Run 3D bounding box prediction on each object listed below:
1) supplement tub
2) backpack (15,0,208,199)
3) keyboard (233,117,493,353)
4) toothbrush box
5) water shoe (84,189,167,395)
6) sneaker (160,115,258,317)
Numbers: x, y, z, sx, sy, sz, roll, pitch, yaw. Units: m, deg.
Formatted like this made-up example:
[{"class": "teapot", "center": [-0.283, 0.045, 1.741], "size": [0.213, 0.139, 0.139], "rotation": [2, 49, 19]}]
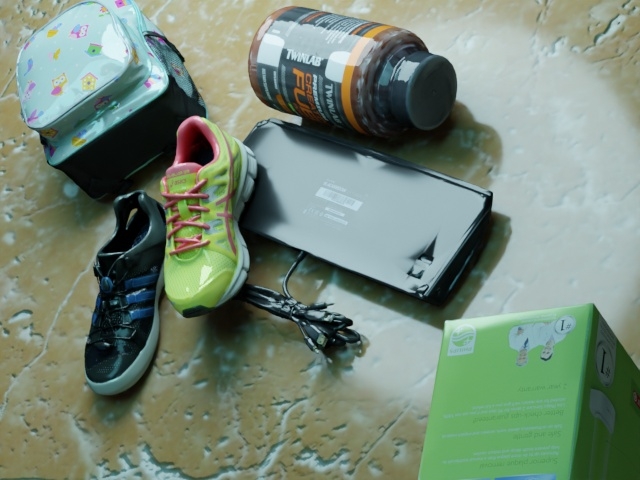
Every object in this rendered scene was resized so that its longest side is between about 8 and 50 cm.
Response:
[{"class": "supplement tub", "center": [0.032, -0.155, 1.811], "size": [0.198, 0.106, 0.106], "rotation": [17, 67, 42]}, {"class": "backpack", "center": [-0.223, -0.160, 1.965], "size": [0.166, 0.144, 0.188], "rotation": [-36, 40, 12]}, {"class": "keyboard", "center": [0.000, 0.000, 1.763], "size": [0.317, 0.033, 0.201], "rotation": [22, 69, 44]}, {"class": "toothbrush box", "center": [0.159, 0.218, 1.349], "size": [0.122, 0.206, 0.283], "rotation": [-10, 52, 28]}, {"class": "water shoe", "center": [-0.191, 0.047, 1.817], "size": [0.073, 0.080, 0.203], "rotation": [-9, 52, 30]}, {"class": "sneaker", "center": [-0.116, -0.025, 1.771], "size": [0.081, 0.094, 0.208], "rotation": [-15, 49, 22]}]
